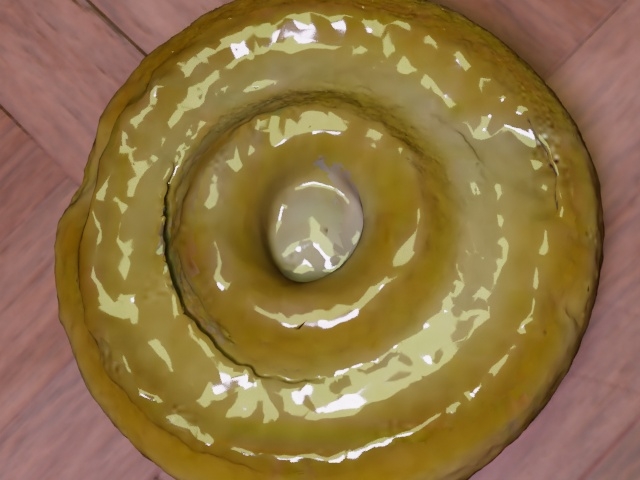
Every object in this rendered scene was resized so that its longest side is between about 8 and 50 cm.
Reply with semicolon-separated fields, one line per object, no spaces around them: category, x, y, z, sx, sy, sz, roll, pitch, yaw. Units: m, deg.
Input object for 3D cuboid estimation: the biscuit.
biscuit;0.000;0.000;0.649;0.296;0.102;0.296;-2;77;10
